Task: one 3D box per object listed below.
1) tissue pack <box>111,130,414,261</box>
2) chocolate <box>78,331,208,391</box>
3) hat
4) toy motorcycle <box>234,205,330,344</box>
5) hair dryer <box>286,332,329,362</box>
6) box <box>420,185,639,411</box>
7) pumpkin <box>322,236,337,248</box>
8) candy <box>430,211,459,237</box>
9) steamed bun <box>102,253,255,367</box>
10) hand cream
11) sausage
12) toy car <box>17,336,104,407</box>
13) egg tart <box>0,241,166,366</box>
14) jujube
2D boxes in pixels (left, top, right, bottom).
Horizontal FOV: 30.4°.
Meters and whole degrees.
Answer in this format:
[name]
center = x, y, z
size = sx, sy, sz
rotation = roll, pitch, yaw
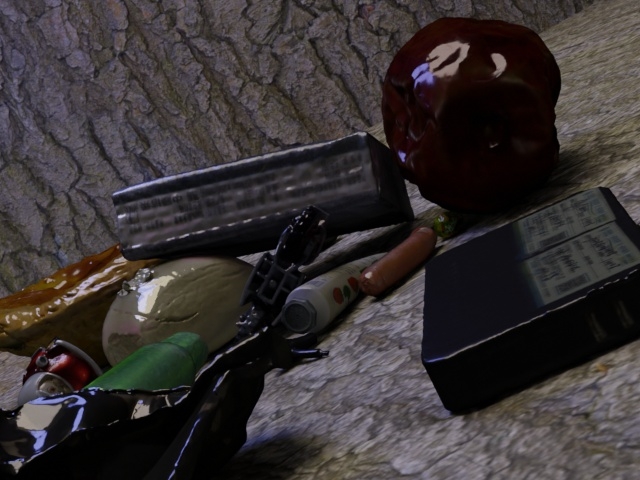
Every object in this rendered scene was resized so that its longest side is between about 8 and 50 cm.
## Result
[tissue pack]
center = -0.078, -0.055, 1.776
size = 0.394, 0.124, 0.288
rotation = -11, -8, 13
[chocolate]
center = -0.205, 0.176, 1.402
size = 0.110, 0.110, 0.291
rotation = -25, 6, 18
[hat]
center = -0.200, 0.234, 0.994
size = 0.366, 0.257, 0.381
rotation = -9, 50, 17
[toy motorcycle]
center = -0.044, 0.050, 1.547
size = 0.215, 0.080, 0.122
rotation = -62, -9, 15
[hair dryer]
center = -0.013, 0.126, 1.354
size = 0.083, 0.031, 0.079
rotation = 0, 16, 43
[box]
center = 0.197, 0.040, 1.076
size = 0.211, 0.058, 0.350
rotation = -24, 9, 12
[pumpkin]
center = 0.000, 0.001, 2.027
size = 0.083, 0.028, 0.050
rotation = -22, 3, -26
[candy]
center = 0.163, -0.016, 1.640
size = 0.035, 0.035, 0.123
rotation = -19, -3, -13
[steamed bun]
center = -0.199, 0.092, 1.686
size = 0.239, 0.152, 0.170
rotation = -36, 12, -33
[hand cream]
center = 0.023, 0.061, 1.523
size = 0.095, 0.059, 0.276
rotation = -25, 2, 26
[sausage]
center = 0.104, 0.024, 1.513
size = 0.047, 0.040, 0.177
rotation = -29, 5, 41
[toy car]
center = -0.397, 0.225, 1.732
size = 0.139, 0.112, 0.112
rotation = -33, 19, 40
[egg tart]
center = -0.381, 0.111, 2.068
size = 0.443, 0.178, 0.443
rotation = -26, 7, 3
[jujube]
center = 0.216, -0.180, 1.657
size = 0.276, 0.276, 0.377
rotation = -27, 13, 2
